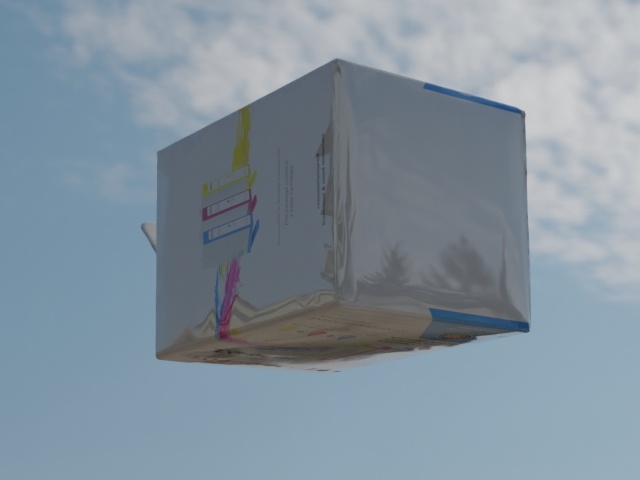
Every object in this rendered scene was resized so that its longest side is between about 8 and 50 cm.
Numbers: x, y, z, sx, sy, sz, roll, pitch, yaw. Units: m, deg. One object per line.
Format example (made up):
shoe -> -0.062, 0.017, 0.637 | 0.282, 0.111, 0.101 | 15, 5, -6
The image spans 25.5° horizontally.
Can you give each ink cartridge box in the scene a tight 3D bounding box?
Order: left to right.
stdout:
ink cartridge box -> 0.000, 0.000, 0.554 | 0.092, 0.089, 0.143 | 9, -18, -34
